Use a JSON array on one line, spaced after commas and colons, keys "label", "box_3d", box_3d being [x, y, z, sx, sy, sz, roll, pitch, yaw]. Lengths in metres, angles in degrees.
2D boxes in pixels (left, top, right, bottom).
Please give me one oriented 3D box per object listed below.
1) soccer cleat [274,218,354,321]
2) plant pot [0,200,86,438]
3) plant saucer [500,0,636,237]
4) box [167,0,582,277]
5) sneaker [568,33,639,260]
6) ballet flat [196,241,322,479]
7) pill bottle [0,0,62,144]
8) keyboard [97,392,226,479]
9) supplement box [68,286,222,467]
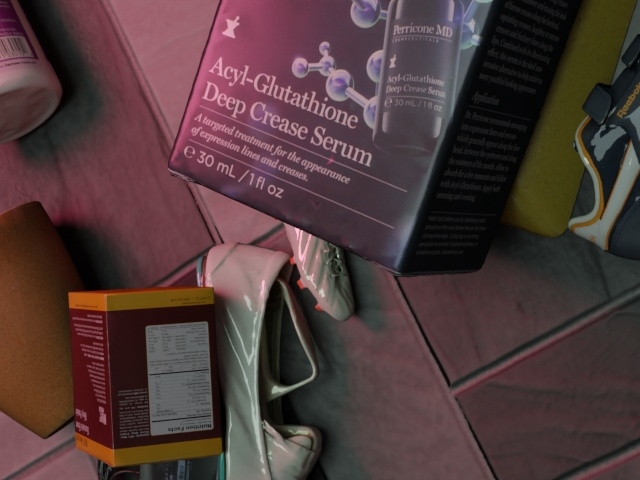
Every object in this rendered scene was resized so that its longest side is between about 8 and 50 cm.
[{"label": "soccer cleat", "box_3d": [0.000, 0.000, 1.547, 0.076, 0.068, 0.196, -31, 74, 22]}, {"label": "plant pot", "box_3d": [-0.384, 0.121, 1.684, 0.237, 0.237, 0.254, -37, 88, 24]}, {"label": "plant saucer", "box_3d": [0.152, -0.205, 1.453, 0.333, 0.081, 0.332, 20, 99, 27]}, {"label": "box", "box_3d": [0.068, -0.198, 1.334, 0.294, 0.212, 0.395, 24, 101, 27]}, {"label": "sneaker", "box_3d": [0.329, -0.139, 1.330, 0.128, 0.126, 0.321, 13, 98, 22]}, {"label": "ballet flat", "box_3d": [-0.063, 0.197, 1.559, 0.139, 0.139, 0.400, -8, 86, 28]}, {"label": "pill bottle", "box_3d": [-0.478, -0.287, 1.743, 0.169, 0.169, 0.301, -35, 74, 24]}, {"label": "keyboard", "box_3d": [-0.208, 0.301, 1.683, 0.202, 0.033, 0.317, 6, 93, 22]}, {"label": "supplement box", "box_3d": [-0.210, 0.154, 1.546, 0.191, 0.129, 0.194, 175, 92, -67]}]
